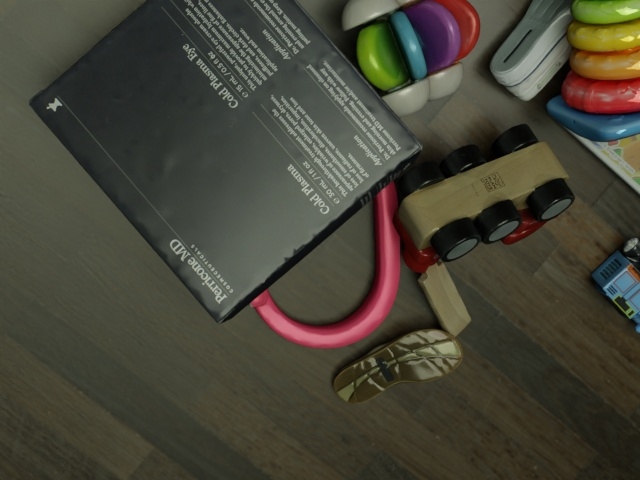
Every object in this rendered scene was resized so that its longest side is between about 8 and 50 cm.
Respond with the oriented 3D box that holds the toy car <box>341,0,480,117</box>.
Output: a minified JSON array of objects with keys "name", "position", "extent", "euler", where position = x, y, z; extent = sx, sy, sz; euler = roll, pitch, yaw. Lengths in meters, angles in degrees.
[{"name":"toy car","position":[0.125,-0.248,1.626],"extent":[0.182,0.136,0.159],"euler":[-29,101,-45]}]

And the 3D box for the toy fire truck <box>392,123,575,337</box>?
[{"name":"toy fire truck","position":[0.202,-0.002,1.716],"extent":[0.217,0.246,0.158],"euler":[-23,69,-19]}]

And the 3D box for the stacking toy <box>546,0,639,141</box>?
[{"name":"stacking toy","position":[0.362,-0.287,1.607],"extent":[0.166,0.175,0.301],"euler":[-20,113,-14]}]

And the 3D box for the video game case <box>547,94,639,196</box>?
[{"name":"video game case","position":[0.452,-0.179,1.772],"extent":[0.227,0.026,0.206],"euler":[39,92,-13]}]

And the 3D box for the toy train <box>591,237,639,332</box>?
[{"name":"toy train","position":[0.460,0.079,1.799],"extent":[0.105,0.080,0.184],"euler":[-43,106,10]}]

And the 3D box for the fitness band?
[{"name":"fitness band","position":[0.000,0.000,1.725],"extent":[0.209,0.054,0.290],"euler":[-4,102,-11]}]

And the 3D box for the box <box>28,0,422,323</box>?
[{"name":"box","position":[-0.108,-0.130,1.577],"extent":[0.312,0.179,0.343],"euler":[-40,88,-1]}]

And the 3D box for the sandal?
[{"name":"sandal","position":[0.102,0.165,1.775],"extent":[0.180,0.049,0.072],"euler":[-24,98,11]}]

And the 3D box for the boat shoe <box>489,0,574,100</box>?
[{"name":"boat shoe","position":[0.312,-0.282,1.714],"extent":[0.226,0.083,0.076],"euler":[-46,131,2]}]
